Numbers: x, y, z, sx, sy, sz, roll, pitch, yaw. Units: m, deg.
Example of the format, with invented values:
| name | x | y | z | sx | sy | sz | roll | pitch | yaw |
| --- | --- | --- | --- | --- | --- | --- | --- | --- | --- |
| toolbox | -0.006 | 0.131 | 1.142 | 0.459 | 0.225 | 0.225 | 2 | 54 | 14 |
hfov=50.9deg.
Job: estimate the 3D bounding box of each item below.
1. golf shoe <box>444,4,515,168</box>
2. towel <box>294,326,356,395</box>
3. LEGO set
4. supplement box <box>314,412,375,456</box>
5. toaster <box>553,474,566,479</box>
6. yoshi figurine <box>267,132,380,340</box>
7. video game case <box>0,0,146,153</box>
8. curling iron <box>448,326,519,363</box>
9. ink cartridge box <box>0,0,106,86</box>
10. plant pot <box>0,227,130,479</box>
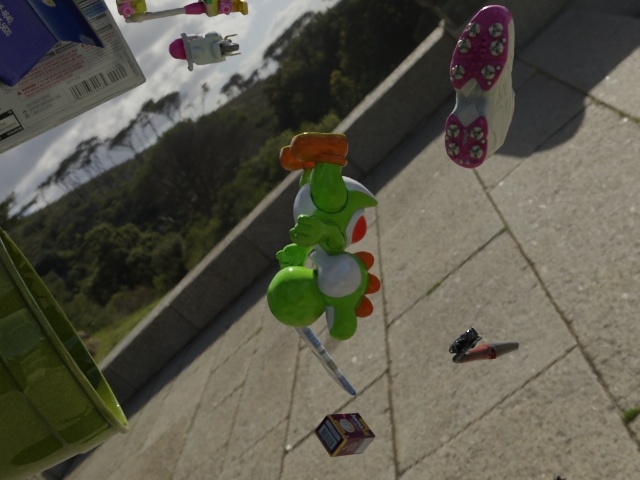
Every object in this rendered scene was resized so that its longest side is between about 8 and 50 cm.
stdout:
| name | x | y | z | sx | sy | sz | roll | pitch | yaw |
| --- | --- | --- | --- | --- | --- | --- | --- | --- | --- |
| golf shoe | 0.323 | -0.298 | 1.307 | 0.140 | 0.115 | 0.307 | -21 | -52 | -43 |
| towel | -0.017 | 0.247 | 1.667 | 0.034 | 0.285 | 0.209 | -37 | 9 | -9 |
| LEGO set | -0.142 | -0.287 | 0.563 | 0.107 | 0.287 | 0.132 | -17 | 16 | -18 |
| supplement box | 0.040 | 0.316 | 1.097 | 0.055 | 0.083 | 0.043 | 48 | 113 | 36 |
| toaster | 0.241 | 0.396 | 0.762 | 0.227 | 0.129 | 0.146 | -39 | 40 | -1 |
| yoshi figurine | -0.025 | 0.003 | 1.200 | 0.202 | 0.363 | 0.203 | -8 | -2 | 35 |
| video game case | -0.506 | -0.327 | 1.107 | 0.328 | 0.300 | 0.036 | -29 | 20 | -10 |
| curling iron | 0.321 | 0.203 | 1.270 | 0.068 | 0.274 | 0.035 | -52 | 55 | 18 |
| ink cartridge box | -0.358 | -0.209 | 0.534 | 0.165 | 0.332 | 0.065 | 75 | -149 | -72 |
| plant pot | -0.526 | 0.225 | 0.968 | 0.352 | 0.367 | 0.366 | -33 | 9 | -17 |
